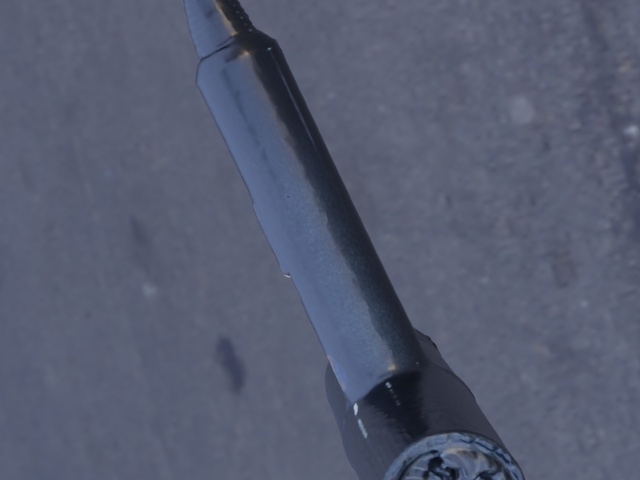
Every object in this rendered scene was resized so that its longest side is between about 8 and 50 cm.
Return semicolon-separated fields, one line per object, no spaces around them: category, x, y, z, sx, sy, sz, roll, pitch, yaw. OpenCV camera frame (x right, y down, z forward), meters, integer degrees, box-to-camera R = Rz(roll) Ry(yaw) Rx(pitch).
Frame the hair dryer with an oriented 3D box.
hair dryer;-0.001;-0.003;0.589;0.195;0.050;0.173;64;177;-11
